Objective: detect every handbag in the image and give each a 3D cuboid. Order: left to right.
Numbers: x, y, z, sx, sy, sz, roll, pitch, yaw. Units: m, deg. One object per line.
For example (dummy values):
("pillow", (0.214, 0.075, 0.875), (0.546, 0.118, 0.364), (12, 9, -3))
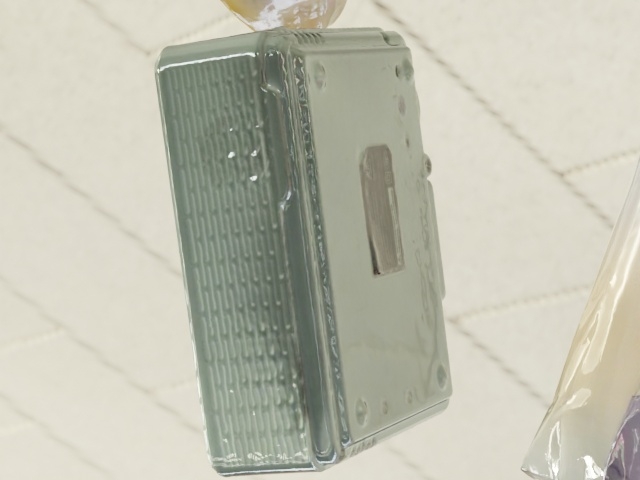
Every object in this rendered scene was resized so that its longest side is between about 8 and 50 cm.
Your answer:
("handbag", (0.148, 0.019, 0.634), (0.117, 0.173, 0.095), (22, 172, -23))

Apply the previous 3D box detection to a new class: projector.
("projector", (0.000, 0.000, 1.170), (0.099, 0.257, 0.192), (-6, -177, 26))

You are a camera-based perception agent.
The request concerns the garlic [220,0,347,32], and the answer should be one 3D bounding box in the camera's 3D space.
("garlic", (-0.096, -0.315, 1.617), (0.338, 0.151, 0.196), (53, 154, 25))
